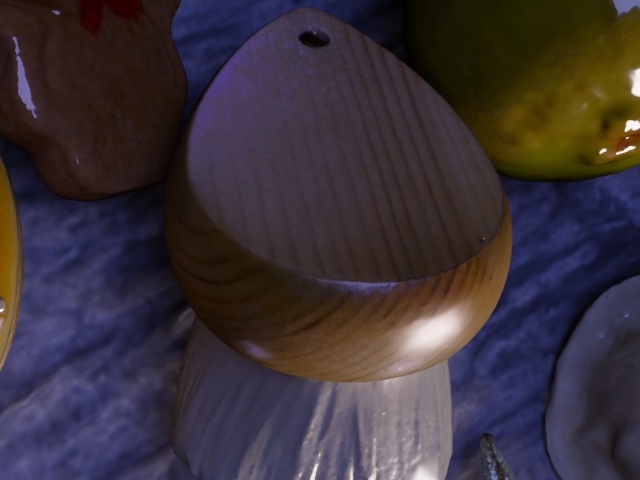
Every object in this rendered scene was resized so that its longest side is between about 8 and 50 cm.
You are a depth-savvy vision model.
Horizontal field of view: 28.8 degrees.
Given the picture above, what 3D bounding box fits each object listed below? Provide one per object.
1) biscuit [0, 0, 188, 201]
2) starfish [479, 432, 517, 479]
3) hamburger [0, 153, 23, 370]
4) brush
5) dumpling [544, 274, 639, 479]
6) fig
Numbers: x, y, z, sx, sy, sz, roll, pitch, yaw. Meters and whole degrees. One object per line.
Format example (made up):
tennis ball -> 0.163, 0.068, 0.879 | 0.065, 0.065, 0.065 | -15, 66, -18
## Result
biscuit -> -0.150, -0.184, 0.650 | 0.202, 0.047, 0.334 | -17, 89, -57
starfish -> 0.105, 0.206, 0.754 | 0.208, 0.053, 0.176 | 8, 83, -19
hamburger -> -0.282, 0.019, 0.559 | 0.300, 0.176, 0.300 | 3, 81, -21
brush -> 0.000, 0.000, 0.687 | 0.174, 0.166, 0.267 | 2, 42, -8
dumpling -> 0.218, 0.109, 0.791 | 0.155, 0.111, 0.181 | -16, 47, 10
fig -> 0.149, -0.146, 0.745 | 0.207, 0.207, 0.230 | 21, 38, -18
